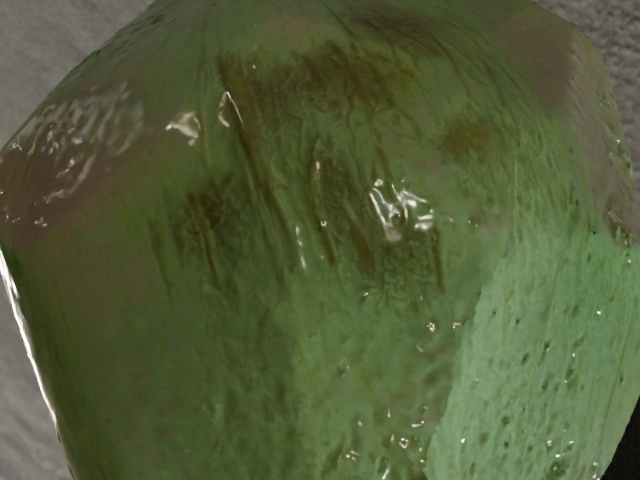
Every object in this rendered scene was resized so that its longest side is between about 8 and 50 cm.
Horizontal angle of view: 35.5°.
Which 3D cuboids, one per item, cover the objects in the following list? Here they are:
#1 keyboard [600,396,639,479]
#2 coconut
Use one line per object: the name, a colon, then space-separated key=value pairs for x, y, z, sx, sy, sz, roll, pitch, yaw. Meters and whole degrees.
keyboard: x=0.320 y=0.291 z=1.100 sx=0.103 sy=0.381 sz=0.041 roll=20 pitch=152 yaw=-18
coconut: x=0.000 y=0.000 z=0.488 sx=0.328 sy=0.328 sz=0.281 roll=45 pitch=165 yaw=0
